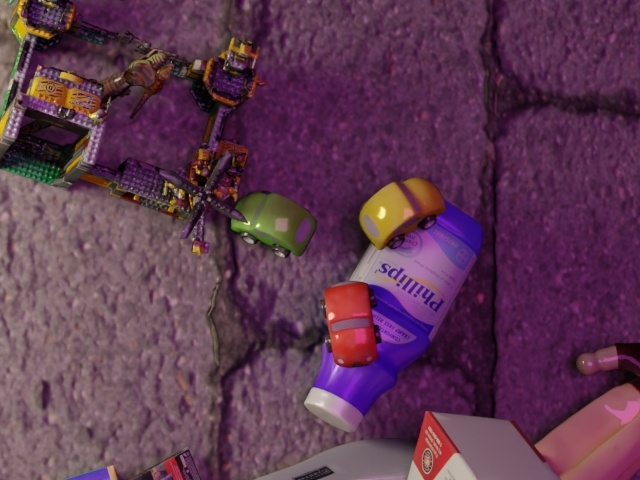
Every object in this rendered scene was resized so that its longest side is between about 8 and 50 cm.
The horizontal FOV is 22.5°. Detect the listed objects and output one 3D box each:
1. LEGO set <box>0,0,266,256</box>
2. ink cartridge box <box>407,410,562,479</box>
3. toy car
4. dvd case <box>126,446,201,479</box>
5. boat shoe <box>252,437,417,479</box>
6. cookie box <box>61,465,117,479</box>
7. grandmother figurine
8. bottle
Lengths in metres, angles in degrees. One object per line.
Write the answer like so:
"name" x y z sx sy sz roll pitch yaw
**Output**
"LEGO set" -0.204 -0.152 1.718 0.331 0.192 0.255 27 75 -14
"ink cartridge box" 0.157 0.349 1.718 0.114 0.197 0.273 9 108 -18
"toy car" 0.000 0.000 1.791 0.225 0.053 0.239 22 72 15
"dvd case" -0.172 0.287 1.737 0.119 0.013 0.087 -26 94 -44
"boat shoe" 0.016 0.290 1.797 0.258 0.095 0.084 -11 116 -25
"cookie box" -0.262 0.298 1.714 0.107 0.040 0.092 -15 86 -21
"grandmother figurine" 0.393 0.209 1.925 0.342 0.104 0.208 -38 104 -17
"bottle" 0.077 0.082 1.834 0.118 0.092 0.283 33 73 -5
